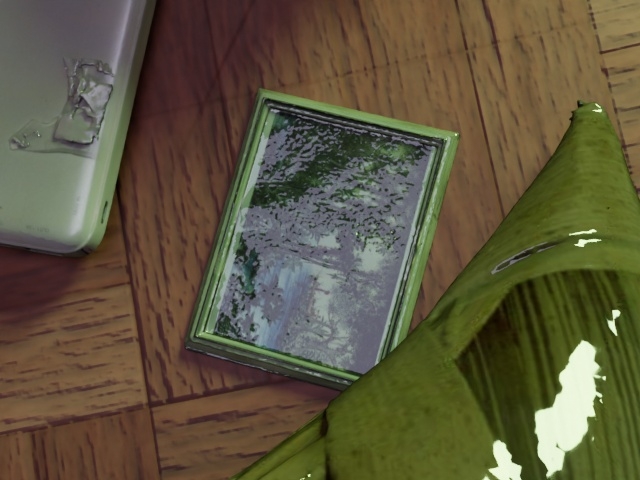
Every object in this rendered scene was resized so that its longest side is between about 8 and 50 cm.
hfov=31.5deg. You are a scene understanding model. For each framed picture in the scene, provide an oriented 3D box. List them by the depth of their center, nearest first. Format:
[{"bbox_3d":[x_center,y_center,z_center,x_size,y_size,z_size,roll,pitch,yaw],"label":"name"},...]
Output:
[{"bbox_3d":[0.000,0.000,0.739,0.142,0.011,0.183,14,82,11],"label":"framed picture"}]

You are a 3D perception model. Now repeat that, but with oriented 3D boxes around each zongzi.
[{"bbox_3d":[-0.037,0.130,0.578,0.500,0.218,0.467,2,65,-18],"label":"zongzi"}]

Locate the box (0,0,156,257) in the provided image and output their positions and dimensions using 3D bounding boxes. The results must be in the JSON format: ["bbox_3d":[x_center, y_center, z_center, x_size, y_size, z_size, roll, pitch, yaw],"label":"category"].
[{"bbox_3d":[-0.188,-0.135,0.778,0.142,0.044,0.285,9,82,13],"label":"box"}]
